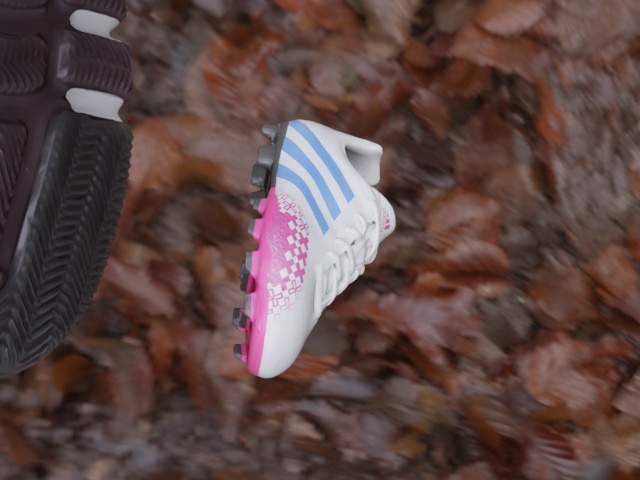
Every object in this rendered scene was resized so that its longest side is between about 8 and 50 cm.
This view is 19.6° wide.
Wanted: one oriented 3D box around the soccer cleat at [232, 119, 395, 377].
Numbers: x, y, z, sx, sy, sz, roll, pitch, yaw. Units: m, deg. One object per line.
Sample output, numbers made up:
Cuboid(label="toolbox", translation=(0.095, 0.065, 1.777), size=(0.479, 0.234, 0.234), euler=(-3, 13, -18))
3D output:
Cuboid(label="soccer cleat", translation=(0.000, 0.000, 1.737), size=(0.143, 0.116, 0.331), euler=(9, 41, -4))

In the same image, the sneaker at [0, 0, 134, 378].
Cuboid(label="sneaker", translation=(-0.149, -0.088, 0.492), size=(0.162, 0.106, 0.281), euler=(-15, 74, 23))
